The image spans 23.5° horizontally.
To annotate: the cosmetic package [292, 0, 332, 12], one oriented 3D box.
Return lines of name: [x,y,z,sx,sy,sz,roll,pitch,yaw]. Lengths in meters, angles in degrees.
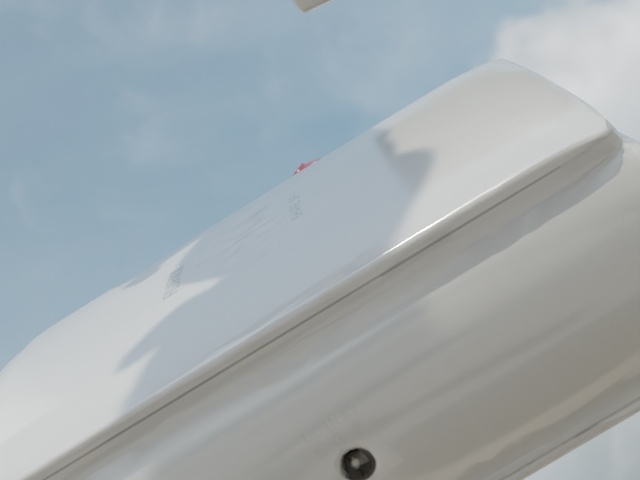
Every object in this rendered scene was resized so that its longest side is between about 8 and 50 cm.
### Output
cosmetic package: [0.037,-0.376,1.124,0.161,0.453,0.230,-21,-64,22]

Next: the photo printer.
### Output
photo printer: [-0.017,0.052,0.607,0.307,0.256,0.107,-32,-79,5]

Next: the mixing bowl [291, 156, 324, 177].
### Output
mixing bowl: [0.000,0.000,1.237,0.181,0.098,0.181,-54,3,4]
